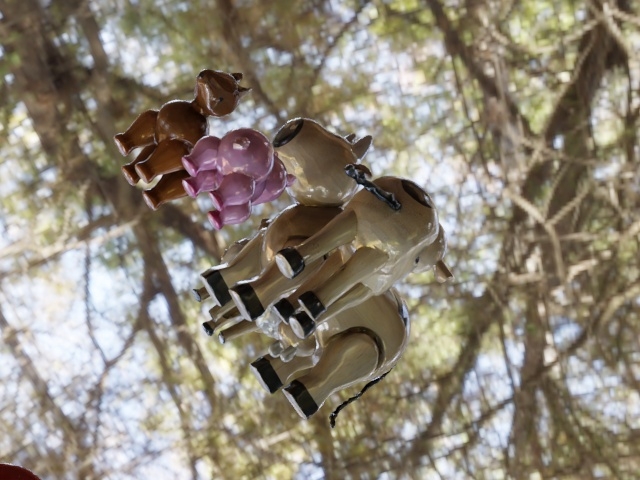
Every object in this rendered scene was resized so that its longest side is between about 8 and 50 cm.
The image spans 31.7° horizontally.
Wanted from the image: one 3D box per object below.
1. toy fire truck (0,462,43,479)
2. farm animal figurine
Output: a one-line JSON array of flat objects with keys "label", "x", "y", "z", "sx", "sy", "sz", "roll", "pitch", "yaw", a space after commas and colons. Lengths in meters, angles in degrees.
[{"label": "toy fire truck", "x": -0.292, "y": 0.368, "z": 0.997, "sx": 0.302, "sy": 0.169, "sz": 0.254, "roll": 39, "pitch": -122, "yaw": 8}, {"label": "farm animal figurine", "x": 0.000, "y": 0.000, "z": 0.900, "sx": 0.172, "sy": 0.327, "sz": 0.330, "roll": -34, "pitch": -140, "yaw": -17}]
